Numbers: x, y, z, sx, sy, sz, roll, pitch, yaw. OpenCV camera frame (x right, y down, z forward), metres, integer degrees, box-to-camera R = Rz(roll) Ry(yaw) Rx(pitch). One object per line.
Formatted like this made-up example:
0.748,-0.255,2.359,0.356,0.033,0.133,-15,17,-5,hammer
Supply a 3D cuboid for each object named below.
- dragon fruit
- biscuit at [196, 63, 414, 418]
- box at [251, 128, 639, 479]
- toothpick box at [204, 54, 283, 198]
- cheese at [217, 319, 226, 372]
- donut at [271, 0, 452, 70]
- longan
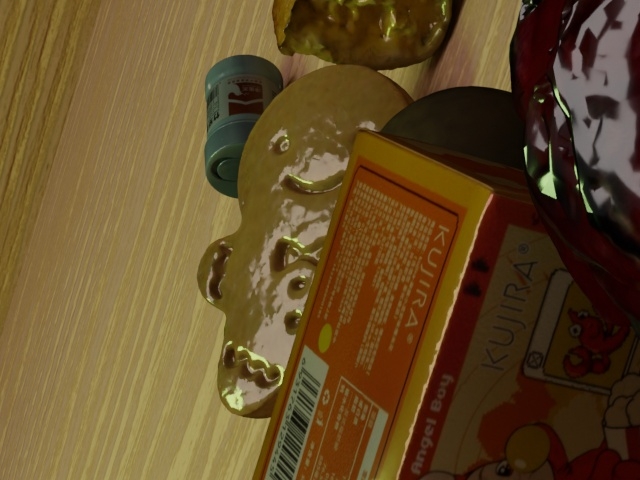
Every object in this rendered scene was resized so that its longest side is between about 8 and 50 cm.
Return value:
0.246,-0.071,0.811,0.329,0.329,0.329,-165,90,-69,dragon fruit
-0.002,-0.001,1.578,0.275,0.052,0.355,3,77,36,biscuit
0.132,0.106,1.058,0.214,0.259,0.284,37,112,66,box
-0.091,-0.139,2.000,0.101,0.101,0.153,125,151,-42,toothpick box
-0.040,0.055,1.801,0.250,0.064,0.156,-59,26,15,cheese
0.111,-0.374,1.579,0.435,0.163,0.378,149,133,-64,donut
0.130,-0.035,1.322,0.204,0.159,0.185,-14,74,24,longan
